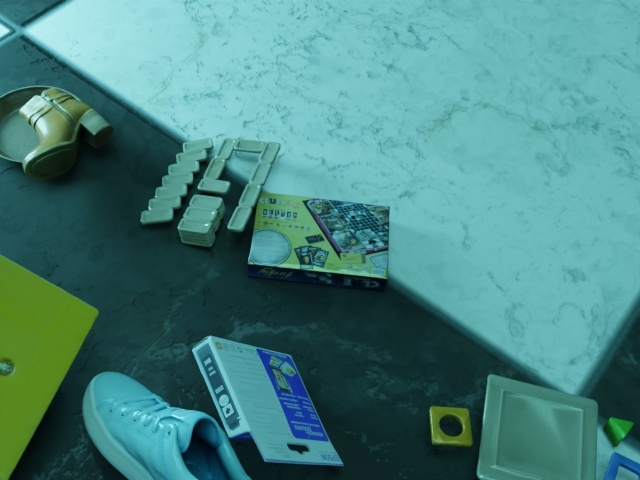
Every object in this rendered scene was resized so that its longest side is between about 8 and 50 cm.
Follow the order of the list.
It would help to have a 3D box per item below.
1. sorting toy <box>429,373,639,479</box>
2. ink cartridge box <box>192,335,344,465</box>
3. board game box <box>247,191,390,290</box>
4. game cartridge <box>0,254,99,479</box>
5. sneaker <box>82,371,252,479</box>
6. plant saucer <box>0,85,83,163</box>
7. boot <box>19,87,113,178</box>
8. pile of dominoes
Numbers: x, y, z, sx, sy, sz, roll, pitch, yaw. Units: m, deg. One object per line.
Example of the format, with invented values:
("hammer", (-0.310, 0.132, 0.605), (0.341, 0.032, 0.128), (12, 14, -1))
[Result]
("sorting toy", (0.338, 0.315, 1.321), (0.348, 0.047, 0.196), (14, 50, 3))
("ink cartridge box", (-0.075, 0.248, 1.238), (0.045, 0.206, 0.208), (-41, 57, 17))
("board game box", (0.000, 0.000, 1.507), (0.243, 0.042, 0.165), (7, 54, -2))
("game cartridge", (-0.520, 0.145, 1.188), (0.324, 0.053, 0.285), (34, 62, -20))
("sneaker", (-0.199, 0.277, 1.179), (0.366, 0.150, 0.135), (39, 23, 31))
("plant saucer", (-0.538, -0.212, 1.598), (0.199, 0.036, 0.198), (3, 53, -5))
("boot", (-0.497, -0.198, 1.530), (0.152, 0.073, 0.197), (35, 46, 16))
("pile of dominoes", (-0.198, -0.095, 1.558), (0.196, 0.040, 0.251), (8, 48, 15))
